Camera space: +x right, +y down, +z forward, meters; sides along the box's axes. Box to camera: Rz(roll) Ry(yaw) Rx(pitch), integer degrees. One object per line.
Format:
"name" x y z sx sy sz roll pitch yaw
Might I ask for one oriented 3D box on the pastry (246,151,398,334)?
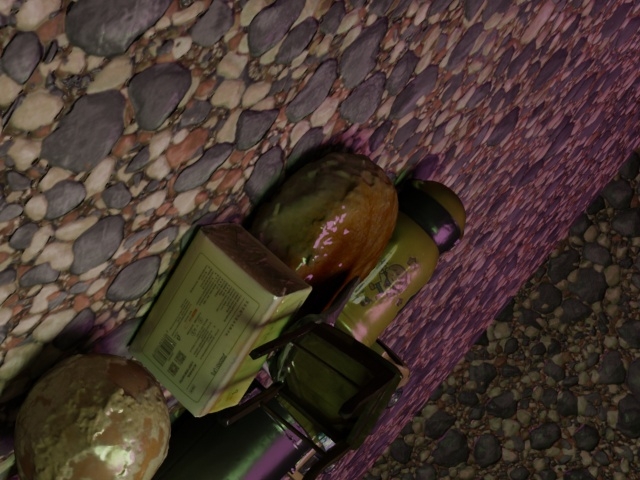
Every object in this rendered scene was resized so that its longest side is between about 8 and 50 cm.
"pastry" 0.000 0.000 1.612 0.330 0.136 0.329 -41 158 -20

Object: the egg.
"egg" -0.299 0.257 1.339 0.203 0.203 0.245 -23 150 -52

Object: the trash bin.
"trash bin" -0.187 0.404 1.853 0.301 0.203 0.252 -44 145 -13

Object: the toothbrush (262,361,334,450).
"toothbrush" -0.045 0.316 2.034 0.040 0.040 0.386 -45 137 -13

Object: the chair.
"chair" 0.017 0.192 1.470 0.319 0.186 0.160 -27 147 -59

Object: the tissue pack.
"tissue pack" -0.146 0.113 1.466 0.234 0.159 0.125 -58 159 21

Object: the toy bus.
"toy bus" 0.025 0.361 2.272 0.365 0.177 0.202 -46 154 -8

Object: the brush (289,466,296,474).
"brush" -0.096 0.404 2.123 0.063 0.193 0.016 -37 -160 -31

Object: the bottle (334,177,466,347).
"bottle" 0.130 0.035 1.904 0.351 0.171 0.171 -45 160 -12
